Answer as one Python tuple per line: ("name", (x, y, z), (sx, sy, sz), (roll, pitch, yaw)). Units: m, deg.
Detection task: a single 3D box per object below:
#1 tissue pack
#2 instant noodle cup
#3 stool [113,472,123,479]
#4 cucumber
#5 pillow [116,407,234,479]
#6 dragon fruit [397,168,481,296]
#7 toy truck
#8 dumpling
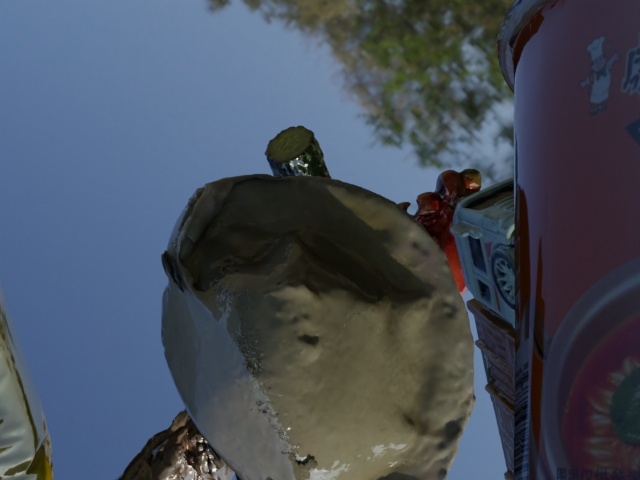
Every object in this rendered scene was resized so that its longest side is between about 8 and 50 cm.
("tissue pack", (-0.332, 0.104, 1.092), (0.192, 0.134, 0.271), (56, 159, 39))
("instant noodle cup", (0.175, 0.026, 0.444), (0.250, 0.192, 0.250), (9, 166, 2))
("stool", (-0.232, 0.368, 1.487), (0.141, 0.232, 0.232), (52, -163, -1))
("cucumber", (0.000, 0.000, 1.422), (0.067, 0.067, 0.293), (-118, 9, -49))
("pillow", (-0.144, 0.247, 1.260), (0.049, 0.135, 0.248), (14, -139, 27))
("dragon fruit", (0.128, 0.008, 1.439), (0.150, 0.207, 0.133), (26, -170, -3))
("toy truck", (0.201, 0.088, 1.027), (0.162, 0.136, 0.305), (35, 143, 63))
("dumpling", (-0.010, 0.088, 0.915), (0.204, 0.163, 0.293), (-23, -94, -45))
